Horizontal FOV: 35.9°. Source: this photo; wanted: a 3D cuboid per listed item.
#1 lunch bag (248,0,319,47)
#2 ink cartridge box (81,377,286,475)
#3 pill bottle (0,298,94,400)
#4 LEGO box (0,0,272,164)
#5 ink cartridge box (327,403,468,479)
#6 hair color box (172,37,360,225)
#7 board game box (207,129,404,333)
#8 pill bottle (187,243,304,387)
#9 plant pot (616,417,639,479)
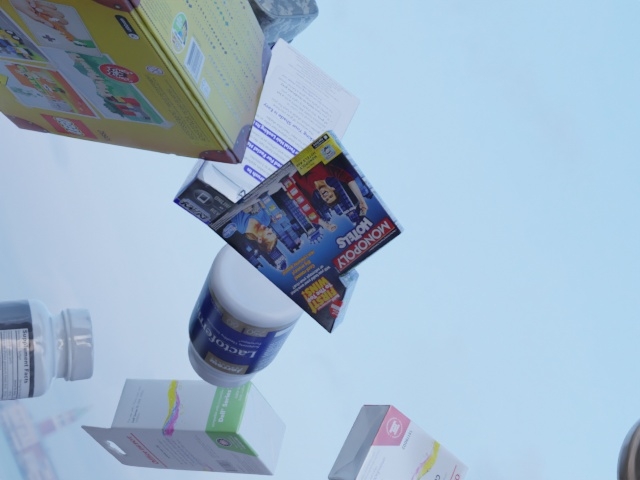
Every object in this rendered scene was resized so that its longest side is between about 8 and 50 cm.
[{"bbox_3d":[-0.189,-0.457,1.851,0.256,0.213,0.305,-35,-94,37],"label":"lunch bag"},{"bbox_3d":[-0.274,0.373,1.987,0.207,0.354,0.119,62,33,-49],"label":"ink cartridge box"},{"bbox_3d":[-0.567,0.193,1.732,0.176,0.319,0.176,178,-90,-68],"label":"pill bottle"},{"bbox_3d":[-0.309,-0.298,1.251,0.500,0.373,0.193,61,42,-70],"label":"LEGO box"},{"bbox_3d":[0.118,0.317,1.303,0.198,0.115,0.067,40,-28,-23],"label":"ink cartridge box"},{"bbox_3d":[-0.082,-0.153,1.642,0.185,0.338,0.110,36,-37,-15],"label":"hair color box"},{"bbox_3d":[0.000,0.000,1.169,0.194,0.194,0.060,54,22,-1],"label":"board game box"},{"bbox_3d":[-0.119,0.118,1.522,0.153,0.153,0.264,59,-31,21],"label":"pill bottle"},{"bbox_3d":[0.497,0.296,1.208,0.237,0.237,0.109,60,-23,19],"label":"plant pot"}]
